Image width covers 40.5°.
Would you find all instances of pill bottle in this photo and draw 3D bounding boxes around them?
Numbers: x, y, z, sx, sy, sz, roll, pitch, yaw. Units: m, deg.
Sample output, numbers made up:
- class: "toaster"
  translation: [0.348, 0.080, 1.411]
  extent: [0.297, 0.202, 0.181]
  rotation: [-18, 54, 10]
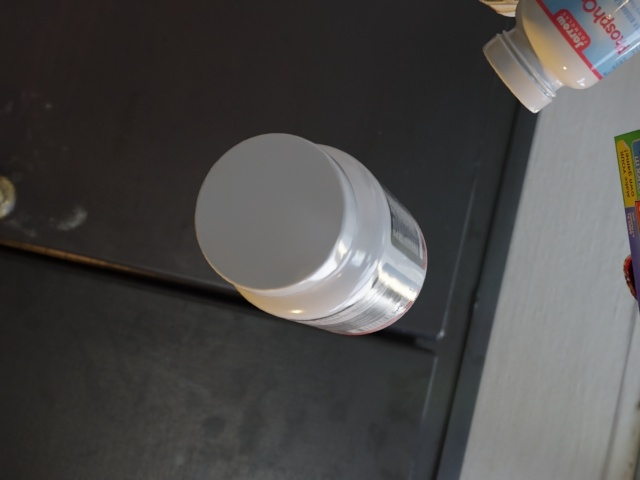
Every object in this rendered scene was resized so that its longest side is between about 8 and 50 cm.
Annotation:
- class: "pill bottle"
  translation: [0.000, 0.000, 1.071]
  extent: [0.210, 0.210, 0.363]
  rotation: [12, 173, 19]
- class: "pill bottle"
  translation: [0.203, -0.169, 0.638]
  extent: [0.087, 0.160, 0.087]
  rotation: [42, -157, -22]

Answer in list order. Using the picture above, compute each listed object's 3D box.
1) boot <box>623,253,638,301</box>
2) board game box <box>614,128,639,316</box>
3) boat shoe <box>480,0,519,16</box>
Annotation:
- class: "boot"
  translation: [0.599, 0.090, 1.487]
  extent: [0.085, 0.236, 0.179]
  rotation: [-16, -170, 43]
- class: "board game box"
  translation: [0.394, 0.032, 0.888]
  extent: [0.046, 0.317, 0.213]
  rotation: [-9, 180, -11]
- class: "boat shoe"
  translation: [0.267, -0.344, 1.056]
  extent: [0.103, 0.113, 0.302]
  rotation: [8, 172, -8]
